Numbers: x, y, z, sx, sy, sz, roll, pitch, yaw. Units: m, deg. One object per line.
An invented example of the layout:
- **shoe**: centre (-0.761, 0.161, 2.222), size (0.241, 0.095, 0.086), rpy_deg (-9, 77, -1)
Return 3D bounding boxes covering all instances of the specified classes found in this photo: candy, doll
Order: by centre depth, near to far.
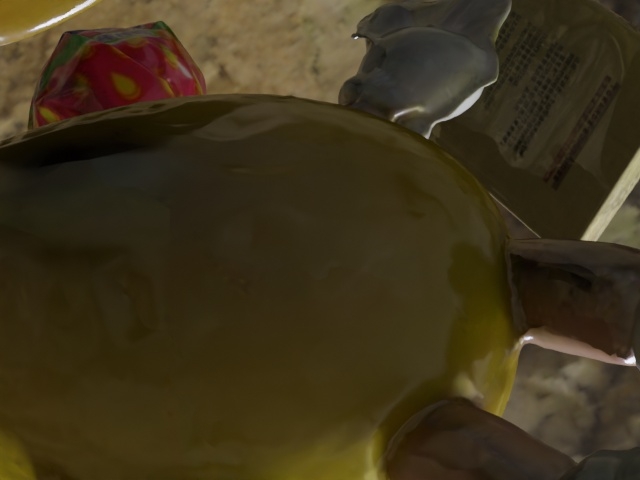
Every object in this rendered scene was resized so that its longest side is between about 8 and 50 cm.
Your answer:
- **doll**: centre (0.014, 0.020, 0.576), size (0.423, 0.348, 0.161), rpy_deg (42, 158, 46)
- **candy**: centre (-0.067, 0.005, 0.929), size (0.124, 0.124, 0.365), rpy_deg (-2, -131, -53)

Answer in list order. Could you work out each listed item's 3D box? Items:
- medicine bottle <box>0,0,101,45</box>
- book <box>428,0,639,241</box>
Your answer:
- **medicine bottle**: centre (-0.193, -0.262, 0.787), size (0.232, 0.237, 0.238), rpy_deg (56, -149, -37)
- **book**: centre (0.155, -0.111, 1.069), size (0.026, 0.161, 0.231), rpy_deg (13, -155, -44)
